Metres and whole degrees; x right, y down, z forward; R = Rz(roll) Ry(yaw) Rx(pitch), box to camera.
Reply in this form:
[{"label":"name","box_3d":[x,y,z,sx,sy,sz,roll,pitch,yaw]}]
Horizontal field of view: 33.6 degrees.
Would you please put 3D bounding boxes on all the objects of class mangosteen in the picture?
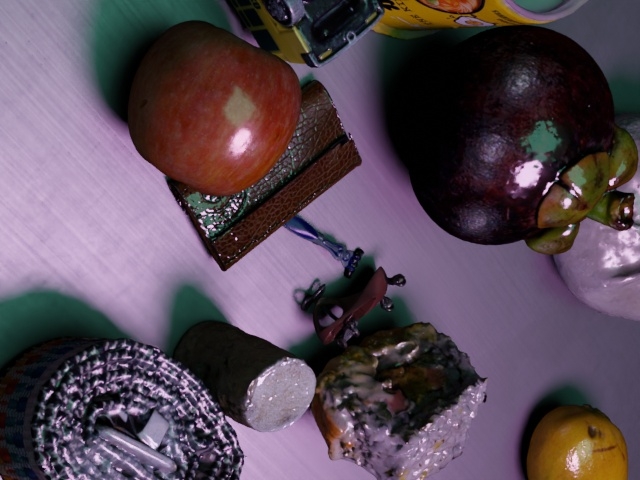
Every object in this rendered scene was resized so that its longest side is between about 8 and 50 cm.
[{"label":"mangosteen","box_3d":[0.262,-0.131,1.376,0.300,0.300,0.300,-9,106,-33]}]

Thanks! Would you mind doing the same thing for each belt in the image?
[{"label":"belt","box_3d":[-0.232,0.228,1.213,0.295,0.160,0.207,33,64,-36]}]

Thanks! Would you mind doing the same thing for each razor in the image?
[{"label":"razor","box_3d":[0.003,0.001,1.400,0.154,0.028,0.044,33,81,-36]}]

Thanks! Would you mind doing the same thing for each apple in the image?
[{"label":"apple","box_3d":[-0.120,-0.146,1.184,0.188,0.188,0.174,24,97,-36]}]

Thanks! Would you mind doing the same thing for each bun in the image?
[{"label":"bun","box_3d":[0.522,-0.029,1.653,0.354,0.194,0.354,-7,103,-32]}]

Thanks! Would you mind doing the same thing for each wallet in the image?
[{"label":"wallet","box_3d":[-0.061,-0.083,1.326,0.243,0.039,0.133,-38,115,-22]}]

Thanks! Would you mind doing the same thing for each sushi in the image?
[{"label":"sushi","box_3d":[0.117,0.210,1.419,0.274,0.184,0.139,-27,143,-30]}]

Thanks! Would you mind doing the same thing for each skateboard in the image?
[{"label":"skateboard","box_3d":[0.039,0.082,1.421,0.151,0.080,0.067,-36,158,-38]}]

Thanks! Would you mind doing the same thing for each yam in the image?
[{"label":"yam","box_3d":[-0.090,0.164,1.271,0.107,0.194,0.107,-6,101,-33]}]

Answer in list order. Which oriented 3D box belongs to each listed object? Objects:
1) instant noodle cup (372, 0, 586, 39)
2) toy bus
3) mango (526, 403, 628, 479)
[{"label":"instant noodle cup","box_3d":[0.192,-0.399,1.292,0.325,0.254,0.325,-11,109,-35]},{"label":"toy bus","box_3d":[-0.055,-0.333,1.208,0.128,0.150,0.262,-42,116,-19]},{"label":"mango","box_3d":[0.420,0.383,1.720,0.167,0.130,0.262,-37,124,-17]}]
